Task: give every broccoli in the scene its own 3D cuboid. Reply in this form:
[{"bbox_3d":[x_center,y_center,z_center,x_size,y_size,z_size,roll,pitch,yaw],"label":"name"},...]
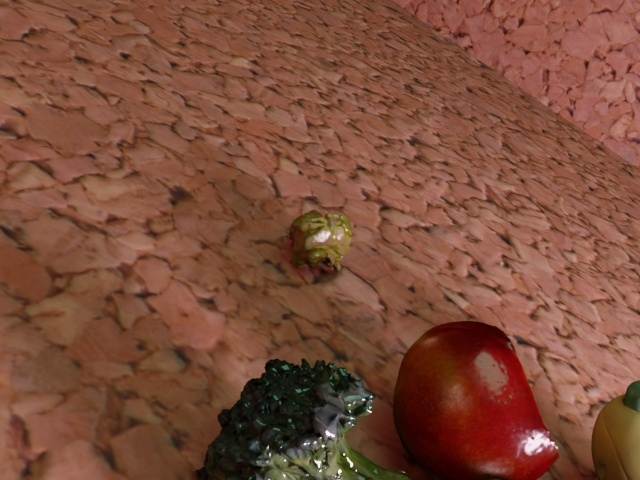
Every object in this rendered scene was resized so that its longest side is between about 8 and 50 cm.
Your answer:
[{"bbox_3d":[0.015,0.245,0.667,0.275,0.177,0.198,47,34,0],"label":"broccoli"}]

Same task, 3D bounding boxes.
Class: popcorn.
[{"bbox_3d":[0.000,-0.002,1.062,0.097,0.109,0.089,-7,68,7],"label":"popcorn"}]

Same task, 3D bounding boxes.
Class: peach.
[{"bbox_3d":[0.184,0.191,0.824,0.192,0.190,0.190,15,27,17],"label":"peach"}]

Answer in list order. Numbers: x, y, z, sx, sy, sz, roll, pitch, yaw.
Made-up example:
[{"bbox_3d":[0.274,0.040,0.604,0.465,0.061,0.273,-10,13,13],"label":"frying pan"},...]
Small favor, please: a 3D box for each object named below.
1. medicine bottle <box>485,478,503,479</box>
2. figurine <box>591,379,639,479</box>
[{"bbox_3d":[0.263,0.336,0.736,0.239,0.124,0.124,22,31,-15],"label":"medicine bottle"},{"bbox_3d":[0.479,0.306,0.849,0.324,0.222,0.124,36,29,14],"label":"figurine"}]
